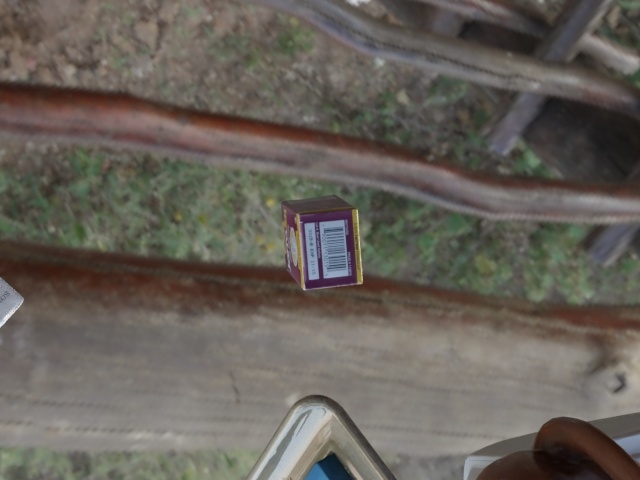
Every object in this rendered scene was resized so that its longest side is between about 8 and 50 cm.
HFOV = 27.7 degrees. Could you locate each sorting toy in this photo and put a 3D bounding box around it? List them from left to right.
[{"bbox_3d":[0.006,0.281,0.987,0.041,0.229,0.307,-26,156,-40],"label":"sorting toy"}]

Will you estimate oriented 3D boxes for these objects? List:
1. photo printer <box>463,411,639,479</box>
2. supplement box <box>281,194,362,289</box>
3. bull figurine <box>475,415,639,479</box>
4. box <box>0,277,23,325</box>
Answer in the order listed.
[{"bbox_3d":[0.256,0.193,1.035,0.256,0.107,0.307,-10,172,-7],"label":"photo printer"},{"bbox_3d":[0.000,0.000,0.913,0.043,0.083,0.055,-6,98,-9],"label":"supplement box"},{"bbox_3d":[0.087,0.216,0.398,0.101,0.188,0.310,-7,99,-6],"label":"bull figurine"},{"bbox_3d":[-0.535,0.031,1.571,0.232,0.322,0.058,-40,-172,42],"label":"box"}]
